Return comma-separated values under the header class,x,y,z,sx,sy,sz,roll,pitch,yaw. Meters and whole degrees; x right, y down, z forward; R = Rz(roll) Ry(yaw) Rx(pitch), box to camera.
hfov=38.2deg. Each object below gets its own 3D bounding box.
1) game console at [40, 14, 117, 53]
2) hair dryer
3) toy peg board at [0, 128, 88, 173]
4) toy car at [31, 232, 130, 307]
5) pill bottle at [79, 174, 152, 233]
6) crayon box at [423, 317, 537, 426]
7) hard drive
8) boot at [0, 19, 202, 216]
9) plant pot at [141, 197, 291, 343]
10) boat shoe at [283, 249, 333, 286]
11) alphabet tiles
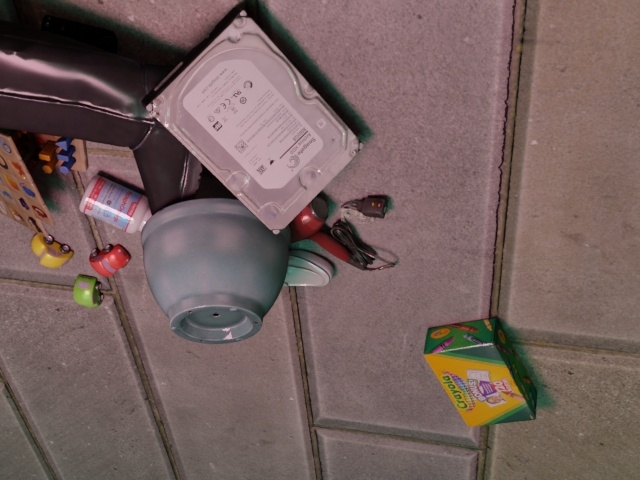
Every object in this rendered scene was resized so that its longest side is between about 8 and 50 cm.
class,x,y,z,sx,sy,sz,roll,pitch,yaw
game console,-0.562,-0.332,1.690,0.361,0.044,0.213,12,135,-12
hair dryer,0.000,0.000,1.875,0.293,0.080,0.223,6,136,12
toy peg board,-0.562,-0.196,1.851,0.161,0.079,0.161,13,137,5
toy car,-0.553,0.088,2.153,0.239,0.053,0.225,9,136,8
pill bottle,-0.413,-0.068,1.928,0.160,0.087,0.087,24,136,-8
crayon box,0.361,0.299,2.065,0.165,0.081,0.278,-13,129,27
hard drive,-0.111,-0.202,1.616,0.237,0.064,0.339,-45,119,-1
boot,-0.437,-0.198,1.686,0.445,0.146,0.367,7,126,-16
plant pot,-0.200,0.078,1.766,0.293,0.196,0.293,-2,150,-1
boat shoe,-0.104,0.070,1.973,0.258,0.084,0.095,8,136,10
alphabet tiles,-0.671,-0.158,1.884,0.285,0.011,0.342,22,143,33
